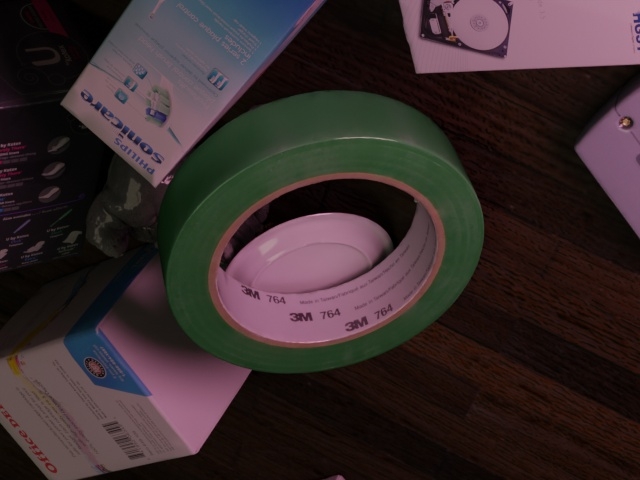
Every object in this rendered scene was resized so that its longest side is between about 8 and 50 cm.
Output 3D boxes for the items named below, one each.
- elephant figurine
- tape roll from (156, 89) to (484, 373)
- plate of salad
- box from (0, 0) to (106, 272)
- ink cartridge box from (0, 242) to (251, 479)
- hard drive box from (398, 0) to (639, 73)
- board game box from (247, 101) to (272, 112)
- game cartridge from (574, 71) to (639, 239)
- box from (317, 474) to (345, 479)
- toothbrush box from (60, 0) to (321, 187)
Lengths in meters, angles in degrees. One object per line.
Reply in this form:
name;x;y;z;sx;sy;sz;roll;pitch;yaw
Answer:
elephant figurine;-0.126;-0.025;1.366;0.239;0.186;0.169;27;91;-6
tape roll;0.000;0.000;1.226;0.321;0.077;0.321;-8;134;-9
plate of salad;-0.016;0.033;1.351;0.199;0.048;0.200;-12;140;-10
box;-0.339;-0.112;1.356;0.165;0.143;0.270;56;143;29
ink cartridge box;-0.258;0.151;1.521;0.270;0.197;0.198;-19;115;37
hard drive box;0.181;-0.245;1.044;0.232;0.089;0.181;1;126;28
board game box;-0.022;-0.108;1.310;0.090;0.020;0.090;-6;122;31
game cartridge;0.385;-0.097;1.076;0.297;0.062;0.198;-26;105;40
box;0.013;0.516;1.682;0.215;0.168;0.345;-20;113;38
toothbrush box;-0.081;-0.217;1.121;0.126;0.216;0.295;42;133;-7
